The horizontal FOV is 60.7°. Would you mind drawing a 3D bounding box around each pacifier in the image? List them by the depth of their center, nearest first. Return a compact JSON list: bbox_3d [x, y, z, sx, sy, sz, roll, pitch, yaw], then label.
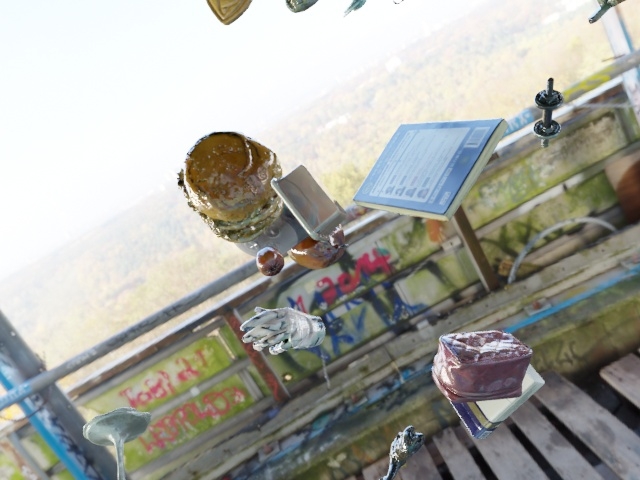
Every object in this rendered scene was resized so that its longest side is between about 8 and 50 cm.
[{"bbox_3d":[0.092,-0.800,1.788,0.127,0.116,0.150,-52,14,15],"label":"pacifier"}]

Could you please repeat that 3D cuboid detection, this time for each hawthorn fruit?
[{"bbox_3d":[-0.129,0.051,1.375,0.077,0.077,0.077,-28,15,8],"label":"hawthorn fruit"},{"bbox_3d":[0.000,0.000,1.869,0.208,0.208,0.248,-37,30,-25],"label":"hawthorn fruit"}]

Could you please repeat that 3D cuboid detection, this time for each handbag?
[{"bbox_3d":[0.386,0.303,1.318,0.224,0.136,0.146,-3,24,-17],"label":"handbag"}]

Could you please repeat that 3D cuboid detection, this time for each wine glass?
[{"bbox_3d":[-0.271,0.334,0.753,0.122,0.122,0.183,-29,45,3],"label":"wine glass"}]

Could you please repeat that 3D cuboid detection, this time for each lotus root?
[{"bbox_3d":[-0.044,-0.742,1.653,0.165,0.088,0.088,-35,15,-25],"label":"lotus root"}]

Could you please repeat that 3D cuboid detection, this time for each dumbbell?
[{"bbox_3d":[0.659,-0.364,1.585,0.081,0.254,0.082,-9,52,12],"label":"dumbbell"}]

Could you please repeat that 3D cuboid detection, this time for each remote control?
[{"bbox_3d":[-0.138,-0.062,1.679,0.332,0.221,0.104,-36,31,26],"label":"remote control"}]

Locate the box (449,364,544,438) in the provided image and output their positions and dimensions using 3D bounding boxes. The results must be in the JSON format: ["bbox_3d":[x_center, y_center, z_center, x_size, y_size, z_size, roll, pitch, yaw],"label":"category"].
[{"bbox_3d":[0.494,0.428,1.579,0.259,0.071,0.168,-54,44,24],"label":"box"}]

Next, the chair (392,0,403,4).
[{"bbox_3d":[0.216,-0.655,1.093,0.159,0.326,0.170,0,14,44],"label":"chair"}]

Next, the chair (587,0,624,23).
[{"bbox_3d":[0.592,-0.553,1.020,0.270,0.147,0.136,-45,15,-20],"label":"chair"}]

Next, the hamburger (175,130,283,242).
[{"bbox_3d":[-0.217,-0.125,1.324,0.211,0.260,0.245,103,175,-64],"label":"hamburger"}]

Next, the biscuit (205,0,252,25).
[{"bbox_3d":[-0.209,-0.619,1.291,0.141,0.221,0.029,7,0,16],"label":"biscuit"}]

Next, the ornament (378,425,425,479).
[{"bbox_3d":[0.222,0.689,1.618,0.236,0.080,0.202,-53,-9,-39],"label":"ornament"}]

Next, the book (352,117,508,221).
[{"bbox_3d":[0.280,-0.204,1.506,0.300,0.039,0.428,-57,28,-8],"label":"book"}]

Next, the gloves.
[{"bbox_3d":[-0.101,0.229,1.432,0.212,0.128,0.111,10,-27,-32],"label":"gloves"}]

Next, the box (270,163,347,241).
[{"bbox_3d":[-0.014,-0.062,0.876,0.062,0.122,0.089,-38,-11,10],"label":"box"}]
